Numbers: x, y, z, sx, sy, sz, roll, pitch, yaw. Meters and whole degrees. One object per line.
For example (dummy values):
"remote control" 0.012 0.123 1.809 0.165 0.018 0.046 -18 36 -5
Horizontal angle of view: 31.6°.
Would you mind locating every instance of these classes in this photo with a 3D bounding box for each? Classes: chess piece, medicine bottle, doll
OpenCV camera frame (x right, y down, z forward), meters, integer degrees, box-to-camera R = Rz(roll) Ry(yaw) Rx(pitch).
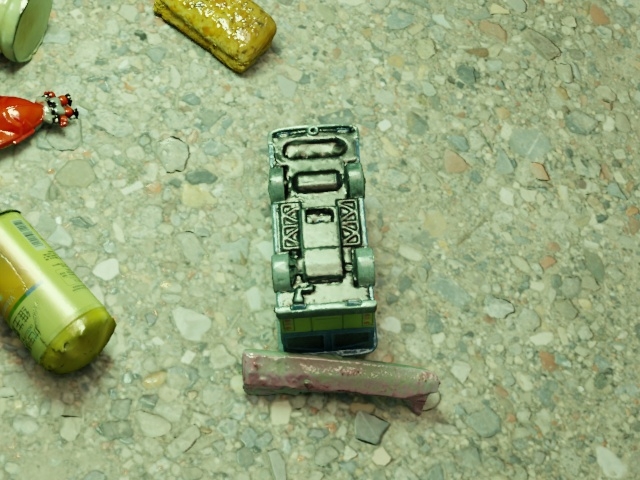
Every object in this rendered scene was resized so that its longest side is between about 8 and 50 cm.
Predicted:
"chess piece" -0.562 -0.386 1.788 0.243 0.133 0.133 22 58 3
"medicine bottle" -0.392 0.077 1.567 0.124 0.124 0.239 -36 76 -29
"doll" -0.459 -0.192 1.737 0.169 0.057 0.109 -19 66 -23

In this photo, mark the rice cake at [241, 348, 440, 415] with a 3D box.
"rice cake" 0.026 0.205 1.630 0.290 0.081 0.051 8 16 -10

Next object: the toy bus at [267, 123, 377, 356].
"toy bus" 0.000 0.000 1.669 0.151 0.190 0.312 -5 61 0

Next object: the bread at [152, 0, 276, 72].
"bread" -0.177 -0.381 1.909 0.211 0.083 0.114 35 62 8
